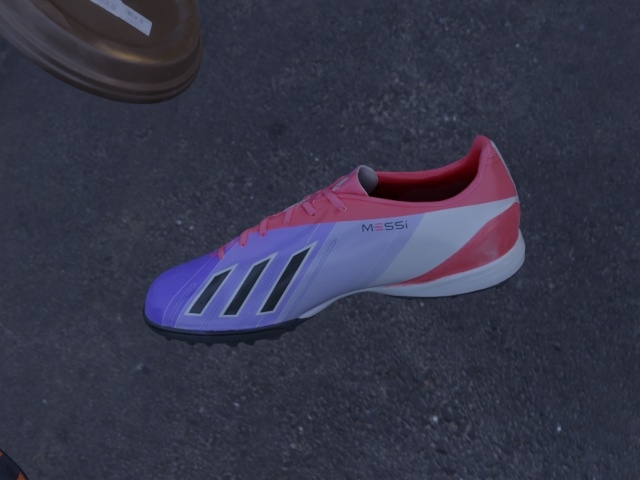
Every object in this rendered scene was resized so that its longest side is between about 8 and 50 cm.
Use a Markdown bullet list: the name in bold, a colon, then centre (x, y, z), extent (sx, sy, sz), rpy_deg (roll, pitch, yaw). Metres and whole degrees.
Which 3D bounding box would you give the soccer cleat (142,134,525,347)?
- **soccer cleat**: centre (0.000, 0.000, 0.600), extent (0.318, 0.116, 0.108), rpy_deg (-12, 31, 7)

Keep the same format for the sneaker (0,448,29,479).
- **sneaker**: centre (-0.234, 0.099, 0.310), extent (0.124, 0.180, 0.321), rpy_deg (-33, 95, -5)

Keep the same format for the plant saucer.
- **plant saucer**: centre (-0.232, -0.264, 0.763), extent (0.041, 0.278, 0.278), rpy_deg (-35, 49, 36)
